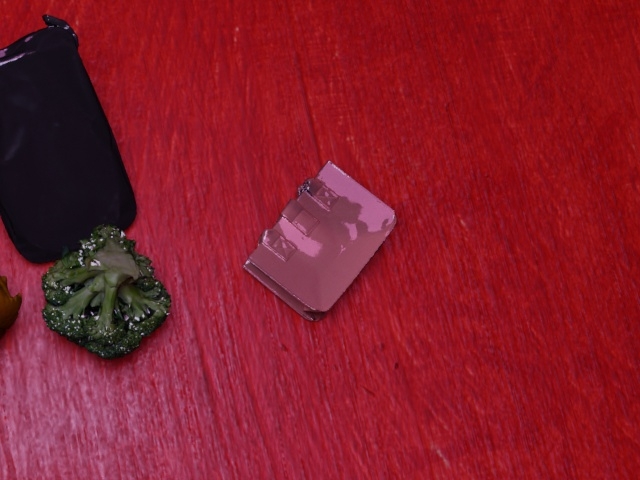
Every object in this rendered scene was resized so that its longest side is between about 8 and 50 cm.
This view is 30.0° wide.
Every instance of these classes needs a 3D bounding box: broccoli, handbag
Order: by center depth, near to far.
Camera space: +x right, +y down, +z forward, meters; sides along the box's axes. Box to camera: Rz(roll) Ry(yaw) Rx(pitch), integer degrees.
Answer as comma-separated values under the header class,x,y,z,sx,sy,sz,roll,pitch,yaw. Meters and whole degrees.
class,x,y,z,sx,sy,sz,roll,pitch,yaw
broccoli,-0.301,0.071,1.684,0.195,0.156,0.195,18,38,-15
handbag,-0.393,-0.141,1.699,0.192,0.075,0.332,-24,112,-16
handbag,0.000,0.000,1.809,0.157,0.059,0.212,38,68,1

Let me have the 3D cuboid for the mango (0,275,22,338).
class,x,y,z,sx,sy,sz,roll,pitch,yaw
mango,-0.548,0.100,1.598,0.287,0.201,0.152,-12,75,-34
